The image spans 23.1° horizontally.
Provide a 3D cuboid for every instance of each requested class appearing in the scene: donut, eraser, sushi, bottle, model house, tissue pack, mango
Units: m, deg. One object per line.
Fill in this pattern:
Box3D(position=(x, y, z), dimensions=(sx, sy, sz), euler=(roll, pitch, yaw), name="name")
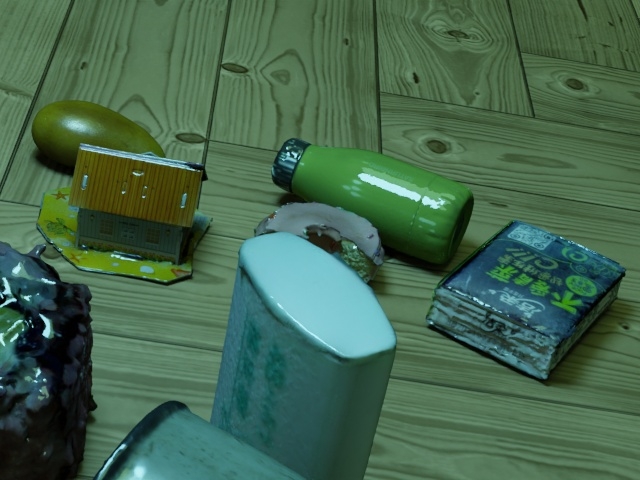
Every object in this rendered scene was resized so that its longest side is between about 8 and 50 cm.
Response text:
Box3D(position=(0.000, 0.000, 1.968), dimensions=(0.166, 0.065, 0.117), euler=(14, 33, 2), name="donut")
Box3D(position=(-0.026, 0.160, 1.480), dimensions=(0.104, 0.290, 0.189), euler=(-16, 42, -36), name="eraser")
Box3D(position=(-0.339, 0.130, 1.540), dimensions=(0.236, 0.171, 0.270), euler=(10, 36, -4), name="sushi")
Box3D(position=(0.064, -0.061, 2.043), dimensions=(0.260, 0.112, 0.112), euler=(22, 32, 16), name="bottle")
Box3D(position=(-0.242, -0.067, 1.925), dimensions=(0.219, 0.136, 0.207), euler=(12, 33, 0), name="model house")
Box3D(position=(0.259, 0.066, 1.941), dimensions=(0.173, 0.073, 0.235), euler=(25, 34, 20), name="tissue pack")
Box3D(position=(-0.290, -0.133, 2.069), dimensions=(0.184, 0.085, 0.102), euler=(14, 31, -6), name="mango")

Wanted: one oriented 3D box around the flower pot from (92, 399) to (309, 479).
Box3D(position=(-0.046, 0.330, 1.228), dimensions=(0.330, 0.293, 0.293), euler=(27, 34, 11), name="flower pot")
